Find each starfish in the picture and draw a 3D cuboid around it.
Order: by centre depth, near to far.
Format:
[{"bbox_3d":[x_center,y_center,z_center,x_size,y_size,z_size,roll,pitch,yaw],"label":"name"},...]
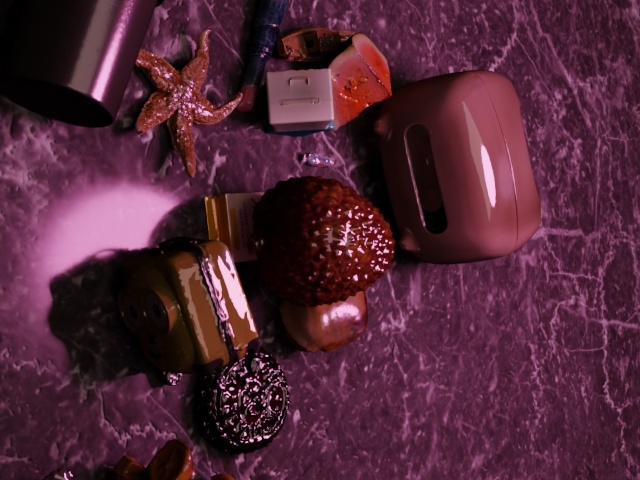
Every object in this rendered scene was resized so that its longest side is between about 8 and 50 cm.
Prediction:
[{"bbox_3d":[-0.237,-0.243,1.762,0.236,0.062,0.277,19,73,-41],"label":"starfish"}]

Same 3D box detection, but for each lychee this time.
[{"bbox_3d":[0.000,0.000,1.799,0.271,0.236,0.236,2,83,-34],"label":"lychee"}]

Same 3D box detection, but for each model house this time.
[{"bbox_3d":[-0.039,-0.251,1.923,0.127,0.149,0.100,-3,83,-3],"label":"model house"}]

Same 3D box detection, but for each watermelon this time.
[{"bbox_3d":[0.056,-0.306,2.035,0.193,0.145,0.137,4,58,-64],"label":"watermelon"}]

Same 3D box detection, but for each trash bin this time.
[{"bbox_3d":[-0.349,-0.356,1.562,0.214,0.214,0.333,28,70,-40],"label":"trash bin"}]

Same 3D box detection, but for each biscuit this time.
[{"bbox_3d":[-0.132,0.275,1.799,0.194,0.053,0.194,8,79,-45],"label":"biscuit"}]

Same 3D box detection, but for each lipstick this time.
[{"bbox_3d":[-0.116,-0.344,1.916,0.053,0.053,0.234,30,68,-39],"label":"lipstick"}]

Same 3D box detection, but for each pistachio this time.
[{"bbox_3d":[0.012,0.123,1.925,0.165,0.130,0.210,29,56,6],"label":"pistachio"}]

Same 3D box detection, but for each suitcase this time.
[{"bbox_3d":[-0.213,0.115,1.641,0.143,0.194,0.235,-24,101,-35],"label":"suitcase"}]

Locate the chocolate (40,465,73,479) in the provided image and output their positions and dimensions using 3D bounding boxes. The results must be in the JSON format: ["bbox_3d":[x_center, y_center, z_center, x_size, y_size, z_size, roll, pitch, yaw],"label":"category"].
[{"bbox_3d":[-0.358,0.493,1.535,0.102,0.065,0.329,-26,102,-30],"label":"chocolate"}]

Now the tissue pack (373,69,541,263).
[{"bbox_3d":[0.273,-0.143,2.119,0.277,0.267,0.387,-21,101,-49],"label":"tissue pack"}]

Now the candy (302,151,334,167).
[{"bbox_3d":[-0.004,-0.158,2.015,0.083,0.020,0.030,7,79,-43],"label":"candy"}]

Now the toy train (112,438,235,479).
[{"bbox_3d":[-0.181,0.453,1.523,0.231,0.369,0.163,-52,132,-13],"label":"toy train"}]

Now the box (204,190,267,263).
[{"bbox_3d":[-0.100,-0.025,1.890,0.247,0.033,0.129,-7,90,-46],"label":"box"}]

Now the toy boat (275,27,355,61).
[{"bbox_3d":[-0.006,-0.380,2.009,0.206,0.072,0.064,-18,97,-45],"label":"toy boat"}]
